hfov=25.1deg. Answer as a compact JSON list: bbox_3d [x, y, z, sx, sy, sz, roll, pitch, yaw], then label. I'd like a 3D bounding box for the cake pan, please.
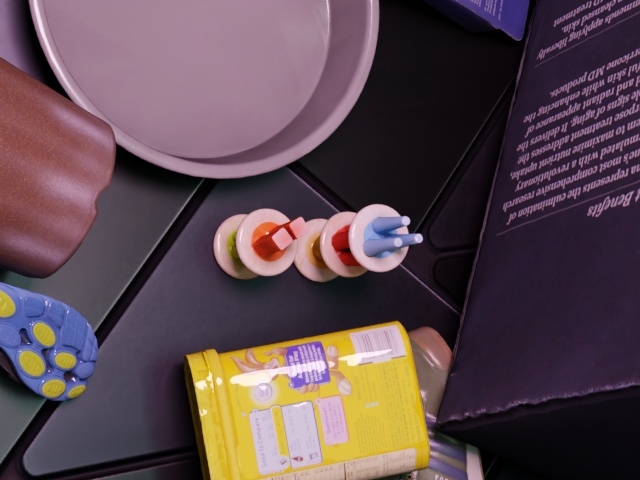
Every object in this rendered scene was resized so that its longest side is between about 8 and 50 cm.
[{"bbox_3d":[-0.093,-0.191,1.131,0.293,0.054,0.293,3,83,-26],"label":"cake pan"}]

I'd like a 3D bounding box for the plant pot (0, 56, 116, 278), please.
[{"bbox_3d":[-0.243,-0.060,0.994,0.165,0.167,0.167,26,74,-30],"label":"plant pot"}]

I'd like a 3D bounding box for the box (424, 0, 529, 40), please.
[{"bbox_3d":[0.108,-0.267,1.219,0.225,0.036,0.136,23,73,-44],"label":"box"}]

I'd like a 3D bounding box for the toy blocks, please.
[{"bbox_3d":[0.000,0.000,1.105,0.123,0.148,0.054,2,83,-26],"label":"toy blocks"}]

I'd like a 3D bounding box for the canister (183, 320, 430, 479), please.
[{"bbox_3d":[-0.010,0.134,1.104,0.169,0.073,0.126,-10,87,-11],"label":"canister"}]

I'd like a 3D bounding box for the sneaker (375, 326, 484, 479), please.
[{"bbox_3d":[0.079,0.173,1.172,0.086,0.064,0.192,-16,95,-32],"label":"sneaker"}]

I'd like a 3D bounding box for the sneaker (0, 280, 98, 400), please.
[{"bbox_3d":[-0.236,0.056,1.027,0.188,0.078,0.067,33,79,-36],"label":"sneaker"}]

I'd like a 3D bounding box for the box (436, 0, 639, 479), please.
[{"bbox_3d":[0.404,0.006,1.192,0.479,0.297,0.472,25,67,-22],"label":"box"}]
